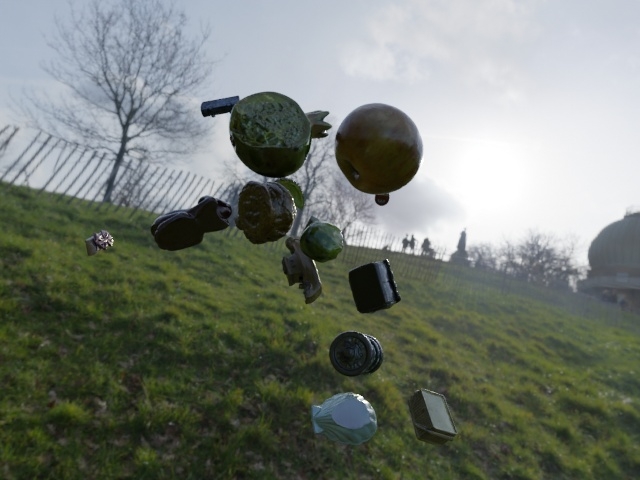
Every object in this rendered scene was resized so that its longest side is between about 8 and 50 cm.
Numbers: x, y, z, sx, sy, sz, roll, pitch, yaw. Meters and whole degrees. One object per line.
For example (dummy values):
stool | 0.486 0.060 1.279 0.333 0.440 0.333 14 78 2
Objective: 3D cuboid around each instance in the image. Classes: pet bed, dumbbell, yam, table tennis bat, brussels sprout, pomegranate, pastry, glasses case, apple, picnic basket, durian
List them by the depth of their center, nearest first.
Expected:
picnic basket | 0.368 0.587 1.497 0.115 0.079 0.164 25 30 -21
pomegranate | -0.137 -0.345 1.534 0.358 0.310 0.216 -14 -35 -27
brussels sprout | -0.005 0.000 1.556 0.151 0.149 0.122 -22 -25 33
pastry | -0.202 -0.102 1.671 0.132 0.235 0.240 -8 43 -39
dumbbell | 0.155 0.472 1.876 0.179 0.179 0.406 10 -11 19
apple | 0.240 -0.381 1.936 0.400 0.334 0.400 31 -20 13
durian | -0.140 -0.219 1.936 0.215 0.100 0.086 36 -5 -21
pet bed | 0.238 0.202 1.954 0.183 0.211 0.159 -26 -15 38
glasses case | -1.074 -0.002 2.215 0.070 0.103 0.193 -2 15 1
yam | -0.063 -0.064 2.578 0.068 0.068 0.169 18 -51 -16
table tennis bat | 0.378 -0.284 2.722 0.098 0.155 0.019 14 5 31

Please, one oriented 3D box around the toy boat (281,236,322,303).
toy boat | -0.078 0.109 1.684 0.121 0.321 0.089 -9 -49 -10

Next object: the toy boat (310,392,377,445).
toy boat | 0.107 0.682 1.743 0.290 0.199 0.100 4 -36 -24

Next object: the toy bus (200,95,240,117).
toy bus | -0.407 -0.550 1.850 0.165 0.065 0.047 -10 -32 0

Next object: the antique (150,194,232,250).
antique | -0.405 -0.062 1.431 0.143 0.257 0.121 32 -32 59
